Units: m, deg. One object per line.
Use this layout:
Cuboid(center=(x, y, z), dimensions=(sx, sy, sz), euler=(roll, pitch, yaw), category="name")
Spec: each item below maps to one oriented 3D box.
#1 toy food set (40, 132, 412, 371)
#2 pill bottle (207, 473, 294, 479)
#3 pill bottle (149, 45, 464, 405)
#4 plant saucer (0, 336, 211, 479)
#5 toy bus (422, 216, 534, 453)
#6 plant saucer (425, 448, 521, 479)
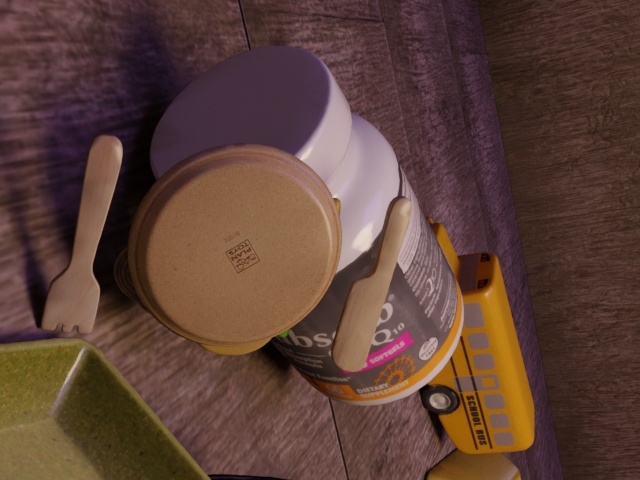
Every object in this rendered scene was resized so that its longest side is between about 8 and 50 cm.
Cuboid(center=(-0.050, 0.006, 0.462), dimensions=(0.038, 0.192, 0.132), euler=(-130, -125, -63), category="toy food set")
Cuboid(center=(-0.047, 0.250, 0.443), dimensions=(0.123, 0.123, 0.219), euler=(47, 40, -55), category="pill bottle")
Cuboid(center=(0.000, 0.000, 0.607), dimensions=(0.278, 0.162, 0.162), euler=(55, 33, -47), category="pill bottle")
Cuboid(center=(-0.113, 0.124, 0.330), dimensions=(0.188, 0.045, 0.188), euler=(44, 13, 19), category="plant saucer")
Cuboid(center=(0.191, 0.130, 1.073), dimensions=(0.108, 0.130, 0.332), euler=(-64, 140, -56), category="toy bus")
Cuboid(center=(0.248, 0.472, 1.154), dimensions=(0.333, 0.081, 0.332), euler=(8, 75, -68), category="plant saucer")
